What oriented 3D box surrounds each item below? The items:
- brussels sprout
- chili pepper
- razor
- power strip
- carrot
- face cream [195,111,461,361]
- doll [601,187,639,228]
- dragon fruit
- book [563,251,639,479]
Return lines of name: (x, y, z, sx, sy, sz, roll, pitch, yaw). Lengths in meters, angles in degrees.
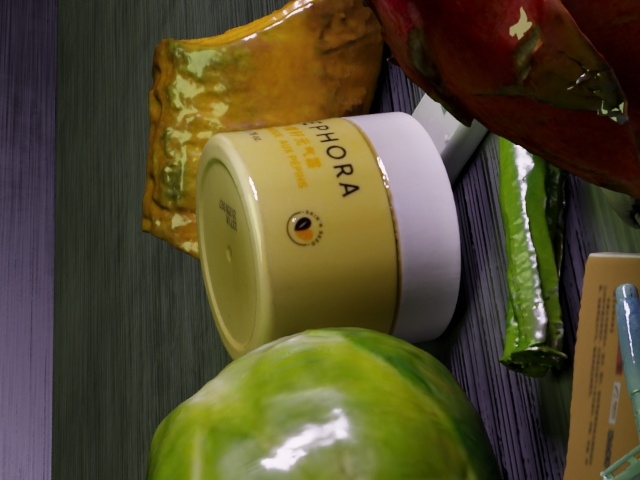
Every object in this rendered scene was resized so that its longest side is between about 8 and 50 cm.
brussels sprout: (0.008, 0.218, 1.042, 0.289, 0.281, 0.354, 62, 178, 4)
chili pepper: (0.156, -0.071, 1.026, 0.085, 0.076, 0.359, 83, -176, -70)
razor: (0.205, 0.087, 0.835, 0.068, 0.040, 0.135, 125, 153, -50)
power strip: (0.121, -0.116, 1.182, 0.192, 0.035, 0.081, 121, 149, -45)
carrot: (-0.062, -0.132, 1.374, 0.241, 0.241, 0.340, -150, 67, -67)
face cream: (0.000, 0.000, 1.185, 0.218, 0.179, 0.218, 172, 90, -71)
doll: (0.207, -0.086, 0.878, 0.192, 0.095, 0.149, -112, 33, -46)
dragon fruit: (0.152, -0.144, 0.692, 0.315, 0.250, 0.250, 44, 137, 12)
book: (0.257, 0.140, 0.765, 0.389, 0.032, 0.269, -175, 91, -69)
